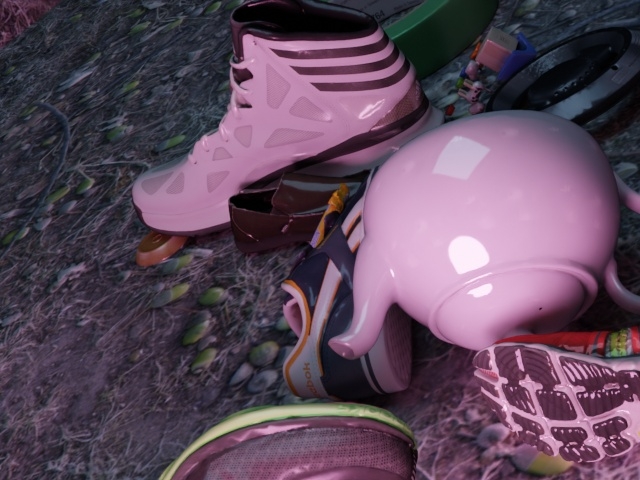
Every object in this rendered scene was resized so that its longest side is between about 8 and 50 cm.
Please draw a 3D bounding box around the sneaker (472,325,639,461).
[{"bbox_3d":[0.261,0.110,1.136,0.279,0.107,0.118,-2,24,35],"label":"sneaker"}]

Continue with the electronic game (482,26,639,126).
[{"bbox_3d":[0.284,-0.176,1.612,0.229,0.048,0.229,-30,19,11],"label":"electronic game"}]

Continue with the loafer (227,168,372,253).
[{"bbox_3d":[-0.023,-0.044,1.674,0.220,0.078,0.080,-17,30,26],"label":"loafer"}]

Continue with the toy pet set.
[{"bbox_3d":[0.219,-0.210,1.750,0.114,0.065,0.122,-60,4,38],"label":"toy pet set"}]

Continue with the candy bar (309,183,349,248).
[{"bbox_3d":[0.000,0.000,1.548,0.040,0.018,0.161,-59,-5,-46],"label":"candy bar"}]

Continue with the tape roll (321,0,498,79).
[{"bbox_3d":[0.096,-0.315,2.010,0.321,0.077,0.321,-24,27,13],"label":"tape roll"}]

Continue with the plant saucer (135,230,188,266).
[{"bbox_3d":[-0.215,0.002,1.863,0.083,0.015,0.083,-24,28,14],"label":"plant saucer"}]

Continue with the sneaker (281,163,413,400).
[{"bbox_3d":[0.031,0.035,1.436,0.127,0.126,0.321,-14,33,20],"label":"sneaker"}]

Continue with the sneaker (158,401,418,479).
[{"bbox_3d":[-0.112,0.308,1.122,0.483,0.185,0.202,-35,45,0],"label":"sneaker"}]

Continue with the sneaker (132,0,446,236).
[{"bbox_3d":[-0.089,-0.176,1.763,0.447,0.257,0.169,-17,30,25],"label":"sneaker"}]

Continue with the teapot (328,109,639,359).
[{"bbox_3d":[0.169,0.016,1.261,0.256,0.252,0.187,-35,53,35],"label":"teapot"}]
